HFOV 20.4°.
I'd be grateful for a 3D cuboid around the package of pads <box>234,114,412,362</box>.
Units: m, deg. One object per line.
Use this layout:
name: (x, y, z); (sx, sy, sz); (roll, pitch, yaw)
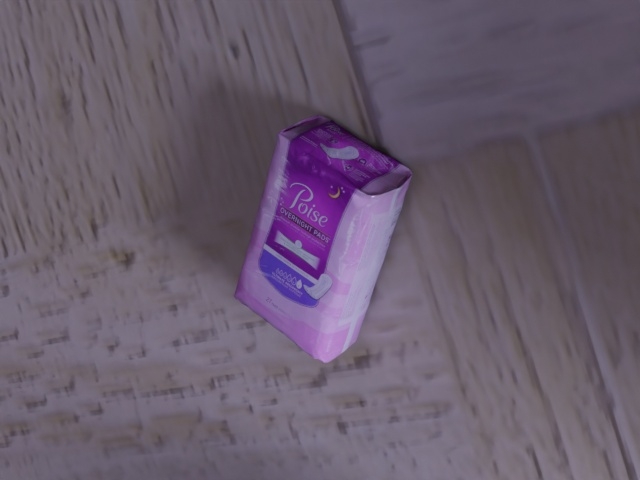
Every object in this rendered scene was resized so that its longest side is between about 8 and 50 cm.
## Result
package of pads: (0.000, 0.000, 0.676); (0.050, 0.032, 0.083); (33, 126, 23)
